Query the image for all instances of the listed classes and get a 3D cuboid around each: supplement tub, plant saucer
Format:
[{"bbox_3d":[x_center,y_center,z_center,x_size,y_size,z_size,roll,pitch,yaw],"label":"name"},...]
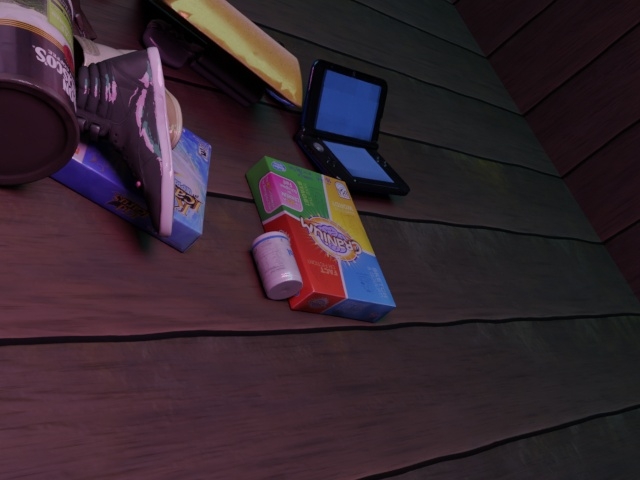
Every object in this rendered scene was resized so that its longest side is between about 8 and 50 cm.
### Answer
[{"bbox_3d":[-0.078,0.044,1.583,0.071,0.071,0.107,13,47,-46],"label":"supplement tub"},{"bbox_3d":[-0.185,-0.419,1.787,0.333,0.081,0.333,34,5,-26],"label":"plant saucer"}]

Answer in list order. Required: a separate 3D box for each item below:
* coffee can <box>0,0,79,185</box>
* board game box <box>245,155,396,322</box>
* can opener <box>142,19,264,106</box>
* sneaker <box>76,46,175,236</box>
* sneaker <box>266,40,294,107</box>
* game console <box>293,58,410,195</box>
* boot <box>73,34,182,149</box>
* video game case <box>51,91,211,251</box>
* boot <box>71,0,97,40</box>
[{"bbox_3d":[-0.456,-0.247,1.274,0.201,0.201,0.275,22,40,-39],"label":"coffee can"},{"bbox_3d":[0.000,0.000,1.740,0.242,0.064,0.316,13,46,-46],"label":"board game box"},{"bbox_3d":[-0.245,-0.359,1.823,0.280,0.074,0.093,30,70,-28],"label":"can opener"},{"bbox_3d":[-0.303,-0.145,1.363,0.147,0.104,0.295,-8,89,-11],"label":"sneaker"},{"bbox_3d":[-0.091,-0.383,2.021,0.067,0.078,0.188,26,38,-49],"label":"sneaker"},{"bbox_3d":[0.096,-0.250,2.022,0.293,0.173,0.250,3,41,-51],"label":"game console"},{"bbox_3d":[-0.324,-0.242,1.449,0.165,0.077,0.213,8,48,-47],"label":"boot"},{"bbox_3d":[-0.311,-0.140,1.488,0.269,0.061,0.244,32,36,-28],"label":"video game case"},{"bbox_3d":[-0.477,-0.453,1.618,0.207,0.090,0.248,57,27,-13],"label":"boot"}]
